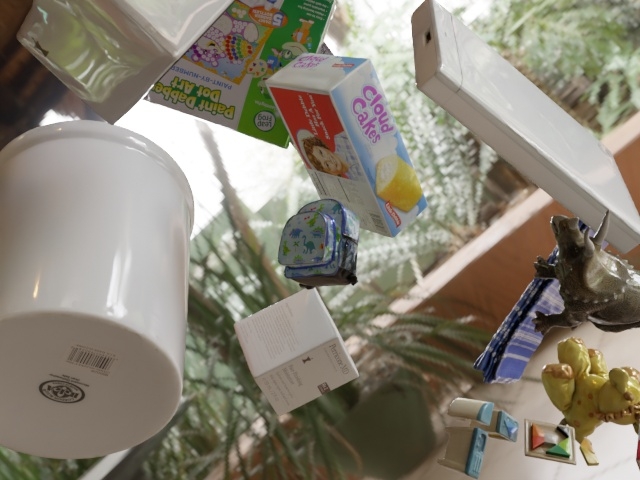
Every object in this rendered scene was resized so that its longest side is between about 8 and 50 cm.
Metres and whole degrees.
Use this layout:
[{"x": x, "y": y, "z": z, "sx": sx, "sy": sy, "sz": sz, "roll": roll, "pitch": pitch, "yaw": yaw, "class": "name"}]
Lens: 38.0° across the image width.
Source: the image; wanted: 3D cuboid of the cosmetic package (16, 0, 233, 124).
[{"x": -0.143, "y": -0.374, "z": 1.142, "sx": 0.453, "sy": 0.161, "sz": 0.230, "roll": -54, "pitch": 16, "yaw": -29, "class": "cosmetic package"}]

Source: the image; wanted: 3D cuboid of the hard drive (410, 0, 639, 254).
[{"x": 0.263, "y": -0.152, "z": 1.200, "sx": 0.047, "sy": 0.353, "sz": 0.233, "roll": -44, "pitch": 23, "yaw": 27, "class": "hard drive"}]

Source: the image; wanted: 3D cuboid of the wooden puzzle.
[{"x": 0.304, "y": 0.263, "z": 1.227, "sx": 0.078, "sy": 0.116, "sz": 0.014, "roll": -85, "pitch": 1, "yaw": -57, "class": "wooden puzzle"}]

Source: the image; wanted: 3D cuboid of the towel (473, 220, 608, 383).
[{"x": 0.368, "y": 0.084, "z": 1.449, "sx": 0.336, "sy": 0.040, "sz": 0.243, "roll": -56, "pitch": -25, "yaw": 5, "class": "towel"}]

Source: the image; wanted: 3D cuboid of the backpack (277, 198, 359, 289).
[{"x": 0.000, "y": 0.000, "z": 1.284, "sx": 0.105, "sy": 0.084, "sz": 0.114, "roll": -6, "pitch": 64, "yaw": 37, "class": "backpack"}]

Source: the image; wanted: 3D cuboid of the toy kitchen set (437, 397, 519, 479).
[{"x": 0.294, "y": 0.393, "z": 1.613, "sx": 0.122, "sy": 0.166, "sz": 0.207, "roll": 3, "pitch": 69, "yaw": 36, "class": "toy kitchen set"}]

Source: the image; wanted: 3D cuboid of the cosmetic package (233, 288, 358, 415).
[{"x": -0.048, "y": 0.219, "z": 1.852, "sx": 0.184, "sy": 0.151, "sz": 0.151, "roll": -26, "pitch": -44, "yaw": 0, "class": "cosmetic package"}]

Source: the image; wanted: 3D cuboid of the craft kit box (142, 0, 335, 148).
[{"x": -0.132, "y": -0.300, "z": 1.476, "sx": 0.061, "sy": 0.250, "sz": 0.246, "roll": -62, "pitch": -10, "yaw": -86, "class": "craft kit box"}]

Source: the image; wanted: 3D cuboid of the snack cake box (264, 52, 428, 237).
[{"x": 0.041, "y": -0.142, "z": 1.387, "sx": 0.089, "sy": 0.264, "sz": 0.152, "roll": -41, "pitch": 35, "yaw": -23, "class": "snack cake box"}]

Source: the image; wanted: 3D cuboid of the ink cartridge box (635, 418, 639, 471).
[{"x": 0.493, "y": 0.278, "z": 1.335, "sx": 0.056, "sy": 0.099, "sz": 0.135, "roll": -2, "pitch": 52, "yaw": 29, "class": "ink cartridge box"}]

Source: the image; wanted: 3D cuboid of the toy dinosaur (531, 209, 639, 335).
[{"x": 0.370, "y": 0.072, "z": 1.164, "sx": 0.160, "sy": 0.314, "sz": 0.121, "roll": -7, "pitch": 65, "yaw": 55, "class": "toy dinosaur"}]

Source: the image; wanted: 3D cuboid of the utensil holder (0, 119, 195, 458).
[{"x": -0.347, "y": 0.070, "z": 1.337, "sx": 0.327, "sy": 0.328, "sz": 0.385, "roll": -42, "pitch": 34, "yaw": 28, "class": "utensil holder"}]

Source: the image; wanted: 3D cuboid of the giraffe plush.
[{"x": 0.519, "y": 0.280, "z": 1.697, "sx": 0.170, "sy": 0.181, "sz": 0.210, "roll": -21, "pitch": 40, "yaw": 52, "class": "giraffe plush"}]

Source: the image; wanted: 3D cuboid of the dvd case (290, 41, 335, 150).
[{"x": 0.006, "y": -0.217, "z": 1.590, "sx": 0.018, "sy": 0.221, "sz": 0.164, "roll": 13, "pitch": 62, "yaw": 52, "class": "dvd case"}]
